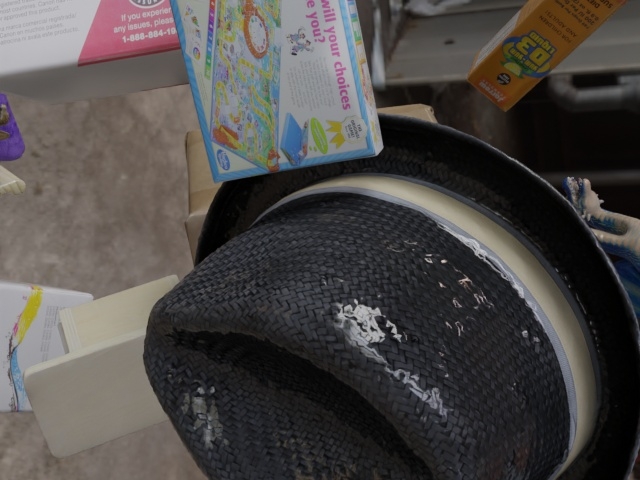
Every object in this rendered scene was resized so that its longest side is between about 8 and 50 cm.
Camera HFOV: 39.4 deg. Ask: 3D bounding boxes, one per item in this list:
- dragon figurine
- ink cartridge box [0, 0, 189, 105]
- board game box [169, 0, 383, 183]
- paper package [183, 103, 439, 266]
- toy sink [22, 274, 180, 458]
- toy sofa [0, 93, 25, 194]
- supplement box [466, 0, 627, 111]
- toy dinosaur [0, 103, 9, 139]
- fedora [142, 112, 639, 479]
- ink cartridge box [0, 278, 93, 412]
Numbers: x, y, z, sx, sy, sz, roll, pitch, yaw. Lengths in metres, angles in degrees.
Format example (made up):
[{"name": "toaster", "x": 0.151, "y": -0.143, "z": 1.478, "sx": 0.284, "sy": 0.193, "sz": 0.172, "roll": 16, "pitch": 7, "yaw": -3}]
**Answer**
[{"name": "dragon figurine", "x": 0.355, "y": 0.034, "z": 0.927, "sx": 0.289, "sy": 0.144, "sz": 0.085, "roll": 39, "pitch": 76, "yaw": -22}, {"name": "ink cartridge box", "x": -0.160, "y": -0.259, "z": 0.663, "sx": 0.117, "sy": 0.207, "sz": 0.283, "roll": 1, "pitch": 84, "yaw": -74}, {"name": "board game box", "x": -0.029, "y": -0.117, "z": 0.520, "sx": 0.026, "sy": 0.103, "sz": 0.154, "roll": -51, "pitch": 131, "yaw": -69}, {"name": "paper package", "x": 0.000, "y": 0.000, "z": 1.170, "sx": 0.168, "sy": 0.325, "sz": 0.309, "roll": -100, "pitch": -176, "yaw": -45}, {"name": "toy sink", "x": -0.279, "y": 0.167, "z": 1.223, "sx": 0.131, "sy": 0.234, "sz": 0.152, "roll": -131, "pitch": -154, "yaw": -55}, {"name": "toy sofa", "x": -0.579, "y": -0.250, "z": 1.450, "sx": 0.177, "sy": 0.150, "sz": 0.362, "roll": -26, "pitch": 125, "yaw": -31}, {"name": "supplement box", "x": 0.288, "y": -0.269, "z": 1.123, "sx": 0.078, "sy": 0.233, "sz": 0.080, "roll": 36, "pitch": 45, "yaw": -9}, {"name": "toy dinosaur", "x": -0.508, "y": -0.156, "z": 1.315, "sx": 0.093, "sy": 0.183, "sz": 0.053, "roll": 3, "pitch": 81, "yaw": -30}, {"name": "fedora", "x": 0.012, "y": 0.080, "z": 0.539, "sx": 0.152, "sy": 0.334, "sz": 0.334, "roll": -20, "pitch": 109, "yaw": -53}, {"name": "ink cartridge box", "x": -0.534, "y": 0.156, "z": 1.399, "sx": 0.270, "sy": 0.198, "sz": 0.197, "roll": 12, "pitch": 85, "yaw": -52}]
